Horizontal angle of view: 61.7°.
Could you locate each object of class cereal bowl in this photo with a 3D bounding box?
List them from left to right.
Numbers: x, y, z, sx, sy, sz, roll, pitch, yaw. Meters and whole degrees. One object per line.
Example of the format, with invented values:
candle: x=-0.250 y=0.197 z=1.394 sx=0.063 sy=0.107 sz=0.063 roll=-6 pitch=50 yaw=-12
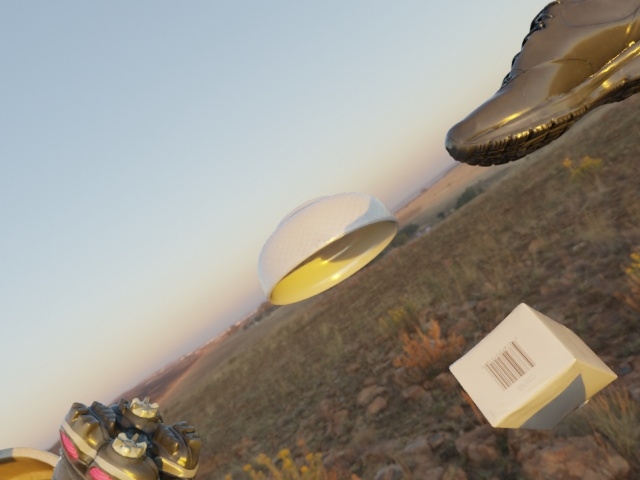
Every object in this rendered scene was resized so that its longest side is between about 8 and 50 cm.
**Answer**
cereal bowl: x=0.000 y=0.000 z=1.216 sx=0.339 sy=0.141 sz=0.339 roll=-29 pitch=-17 yaw=-10

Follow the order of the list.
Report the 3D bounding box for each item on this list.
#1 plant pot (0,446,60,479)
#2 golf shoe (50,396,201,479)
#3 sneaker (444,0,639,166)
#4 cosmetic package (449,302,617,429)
plant pot: x=-0.350 y=0.483 z=0.722 sx=0.334 sy=0.333 sz=0.305 roll=-35 pitch=-35 yaw=-5
golf shoe: x=-0.092 y=0.215 z=0.354 sx=0.105 sy=0.273 sz=0.120 roll=20 pitch=-87 yaw=-50
sneaker: x=0.245 y=-0.178 z=0.566 sx=0.286 sy=0.130 sz=0.109 roll=-30 pitch=-8 yaw=-7
cosmetic package: x=0.481 y=0.293 z=1.182 sx=0.217 sy=0.156 sz=0.385 roll=-46 pitch=-38 yaw=15
